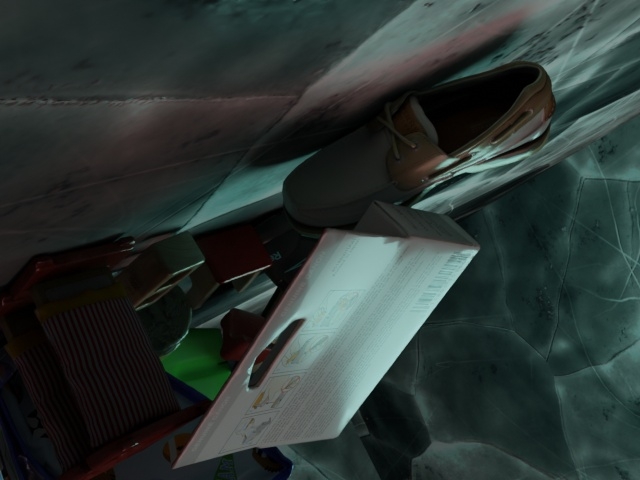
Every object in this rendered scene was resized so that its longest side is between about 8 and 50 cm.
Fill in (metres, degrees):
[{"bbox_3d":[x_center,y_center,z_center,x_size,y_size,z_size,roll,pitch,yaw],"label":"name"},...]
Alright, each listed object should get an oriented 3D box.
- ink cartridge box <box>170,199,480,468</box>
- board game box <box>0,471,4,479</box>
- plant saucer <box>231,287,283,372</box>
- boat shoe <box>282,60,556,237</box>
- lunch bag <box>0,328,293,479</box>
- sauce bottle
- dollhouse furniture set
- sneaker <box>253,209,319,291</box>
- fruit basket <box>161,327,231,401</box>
[{"bbox_3d":[-0.002,0.093,0.834,0.261,0.066,0.296,7,123,-50],"label":"ink cartridge box"},{"bbox_3d":[-0.768,0.506,1.861,0.291,0.141,0.232,-20,170,-47],"label":"board game box"},{"bbox_3d":[-0.083,0.135,1.530,0.277,0.041,0.278,-60,-176,7],"label":"plant saucer"},{"bbox_3d":[0.095,-0.104,0.844,0.302,0.113,0.103,-25,152,-3],"label":"boat shoe"},{"bbox_3d":[-0.282,0.276,1.070,0.239,0.385,0.328,-53,-175,-29],"label":"lunch bag"},{"bbox_3d":[-0.279,0.146,1.181,0.111,0.111,0.344,-23,171,-31],"label":"sauce bottle"},{"bbox_3d":[-0.153,0.095,0.913,0.152,0.201,0.374,-36,170,38],"label":"dollhouse furniture set"},{"bbox_3d":[0.000,0.000,1.186,0.267,0.106,0.101,-23,171,-46],"label":"sneaker"},{"bbox_3d":[-0.327,0.345,1.478,0.392,0.392,0.283,-25,173,-17],"label":"fruit basket"}]
